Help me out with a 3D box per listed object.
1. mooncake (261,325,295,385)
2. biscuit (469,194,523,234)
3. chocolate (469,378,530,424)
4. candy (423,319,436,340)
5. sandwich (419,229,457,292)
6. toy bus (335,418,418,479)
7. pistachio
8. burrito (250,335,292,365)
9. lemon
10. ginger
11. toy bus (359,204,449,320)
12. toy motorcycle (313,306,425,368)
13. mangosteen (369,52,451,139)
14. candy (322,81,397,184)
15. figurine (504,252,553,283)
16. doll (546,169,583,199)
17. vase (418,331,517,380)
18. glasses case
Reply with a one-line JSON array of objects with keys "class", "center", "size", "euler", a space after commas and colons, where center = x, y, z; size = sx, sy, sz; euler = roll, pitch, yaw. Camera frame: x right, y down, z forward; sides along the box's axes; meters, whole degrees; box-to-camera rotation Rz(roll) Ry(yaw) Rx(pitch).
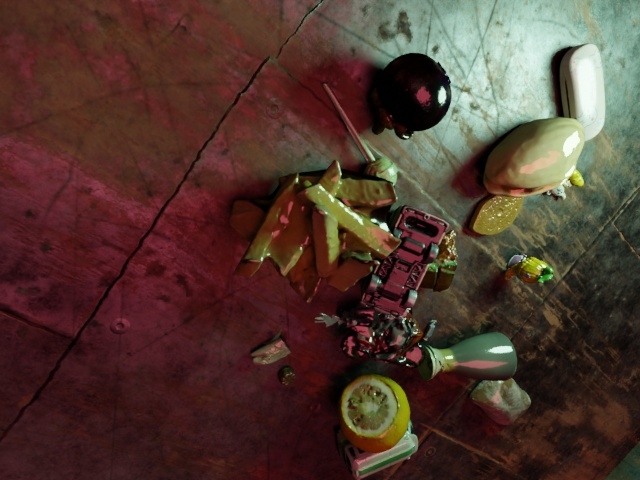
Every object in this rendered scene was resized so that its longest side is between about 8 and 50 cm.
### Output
[{"class": "mooncake", "center": [-0.116, 0.333, 1.186], "size": [0.150, 0.057, 0.347], "euler": [-46, 150, -8]}, {"class": "biscuit", "center": [0.583, -0.094, 1.354], "size": [0.220, 0.029, 0.142], "euler": [-40, 117, -2]}, {"class": "chocolate", "center": [0.753, 0.658, 1.683], "size": [0.185, 0.100, 0.303], "euler": [-49, 122, 0]}, {"class": "candy", "center": [0.383, 0.315, 1.446], "size": [0.030, 0.020, 0.083], "euler": [14, 107, -24]}, {"class": "sandwich", "center": [0.361, 0.068, 1.294], "size": [0.109, 0.160, 0.185], "euler": [3, 153, 6]}, {"class": "toy bus", "center": [0.206, 0.716, 1.457], "size": [0.275, 0.165, 0.134], "euler": [-15, 116, -14]}, {"class": "pistachio", "center": [0.638, -0.249, 1.233], "size": [0.317, 0.214, 0.193], "euler": [-26, 160, -1]}, {"class": "burrito", "center": [-0.150, 0.342, 1.246], "size": [0.118, 0.044, 0.074], "euler": [-27, 121, -13]}, {"class": "lemon", "center": [0.178, 0.569, 1.357], "size": [0.240, 0.240, 0.219], "euler": [-34, 143, -5]}, {"class": "ginger", "center": [0.000, 0.000, 1.003], "size": [0.412, 0.211, 0.359], "euler": [-12, 102, 7]}, {"class": "toy bus", "center": [0.231, 0.049, 1.191], "size": [0.143, 0.179, 0.306], "euler": [21, 103, -3]}, {"class": "toy motorcycle", "center": [0.156, 0.271, 1.257], "size": [0.400, 0.134, 0.207], "euler": [12, 95, -14]}, {"class": "mangosteen", "center": [0.213, -0.353, 1.039], "size": [0.230, 0.194, 0.194], "euler": [-33, 122, 24]}, {"class": "candy", "center": [0.099, -0.268, 1.090], "size": [0.336, 0.093, 0.092], "euler": [54, 44, -20]}, {"class": "figurine", "center": [0.710, 0.114, 1.411], "size": [0.115, 0.156, 0.095], "euler": [-42, 119, -3]}, {"class": "doll", "center": [0.807, -0.201, 1.384], "size": [0.135, 0.072, 0.113], "euler": [16, 123, -19]}, {"class": "vase", "center": [0.513, 0.420, 1.463], "size": [0.320, 0.173, 0.174], "euler": [1, 110, -15]}, {"class": "glasses case", "center": [0.812, -0.451, 1.272], "size": [0.113, 0.075, 0.297], "euler": [-29, 117, -5]}]
